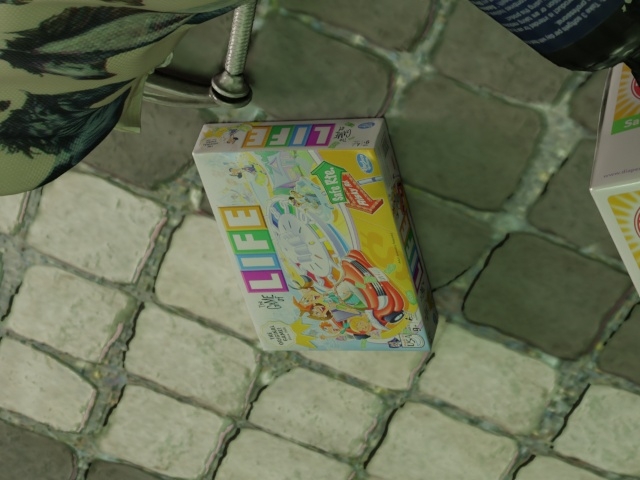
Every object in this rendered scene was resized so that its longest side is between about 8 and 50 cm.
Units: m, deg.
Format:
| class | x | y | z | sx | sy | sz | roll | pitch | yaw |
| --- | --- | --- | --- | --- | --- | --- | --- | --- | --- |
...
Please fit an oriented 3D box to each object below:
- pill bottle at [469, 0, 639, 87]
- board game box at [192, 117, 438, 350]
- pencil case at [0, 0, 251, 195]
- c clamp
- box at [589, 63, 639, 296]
| class | x | y | z | sx | sy | sz | roll | pitch | yaw |
| --- | --- | --- | --- | --- | --- | --- | --- | --- | --- |
| pill bottle | 0.100 | -0.149 | 0.786 | 0.219 | 0.123 | 0.123 | 35 | 134 | -16 |
| board game box | 0.000 | 0.000 | 1.035 | 0.103 | 0.026 | 0.154 | -1 | 133 | 19 |
| pencil case | -0.068 | -0.138 | 0.686 | 0.183 | 0.160 | 0.410 | -1 | 167 | -32 |
| c clamp | -0.056 | -0.120 | 0.938 | 0.137 | 0.022 | 0.160 | 20 | 136 | -2 |
| box | 0.241 | -0.036 | 0.866 | 0.203 | 0.103 | 0.114 | -11 | 129 | 27 |
